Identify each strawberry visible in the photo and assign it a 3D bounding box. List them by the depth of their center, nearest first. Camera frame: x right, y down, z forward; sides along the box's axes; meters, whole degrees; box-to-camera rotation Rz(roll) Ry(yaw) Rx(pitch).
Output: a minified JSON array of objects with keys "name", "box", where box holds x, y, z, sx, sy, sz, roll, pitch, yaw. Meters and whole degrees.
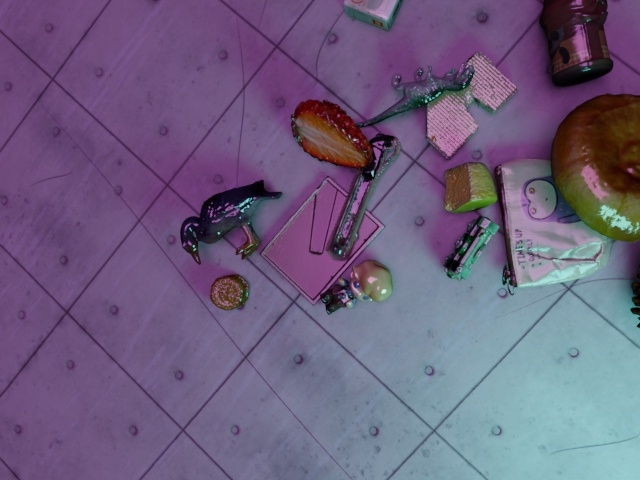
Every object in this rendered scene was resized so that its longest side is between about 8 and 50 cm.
[{"name":"strawberry","box":[0.043,-0.281,1.313,0.236,0.190,0.111,29,65,9]}]

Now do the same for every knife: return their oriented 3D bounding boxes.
[{"name":"knife","box":[0.108,-0.115,1.338,0.089,0.043,0.365,24,90,11]}]

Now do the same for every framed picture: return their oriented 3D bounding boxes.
[{"name":"framed picture","box":[0.000,0.000,1.386,0.211,0.020,0.289,42,98,8]}]

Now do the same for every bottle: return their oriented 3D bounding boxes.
[{"name":"bottle","box":[0.596,-0.513,1.214,0.156,0.143,0.271,-10,91,50]}]

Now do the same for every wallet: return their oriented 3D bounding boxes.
[{"name":"wallet","box":[0.561,-0.044,1.247,0.274,0.068,0.335,-5,86,4]}]

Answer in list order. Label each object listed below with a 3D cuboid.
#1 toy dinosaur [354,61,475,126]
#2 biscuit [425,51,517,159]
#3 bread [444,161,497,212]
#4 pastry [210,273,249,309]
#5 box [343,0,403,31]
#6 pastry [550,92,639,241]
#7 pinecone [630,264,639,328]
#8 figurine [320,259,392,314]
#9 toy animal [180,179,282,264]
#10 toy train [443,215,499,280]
[{"name":"toy dinosaur","box":[0.213,-0.384,1.323,0.383,0.076,0.129,-18,55,35]},{"name":"biscuit","box":[0.363,-0.338,1.301,0.147,0.046,0.250,44,98,9]},{"name":"bread","box":[0.371,-0.126,1.266,0.111,0.129,0.114,-3,83,-32]},{"name":"pastry","box":[-0.251,0.142,1.416,0.109,0.057,0.097,-23,87,11]},{"name":"box","box":[0.171,-0.698,1.323,0.135,0.079,0.269,26,95,10]},{"name":"pastry","box":[0.683,-0.165,1.150,0.355,0.164,0.356,1,82,-7]},{"name":"pinecone","box":[0.809,0.107,1.127,0.224,0.224,0.273,3,94,11]},{"name":"figurine","box":[0.092,0.124,1.327,0.196,0.108,0.114,-24,81,13]},{"name":"toy animal","box":[-0.236,-0.053,1.381,0.298,0.122,0.185,-45,82,7]},{"name":"toy train","box":[0.372,0.021,1.272,0.071,0.104,0.178,32,97,5]}]
